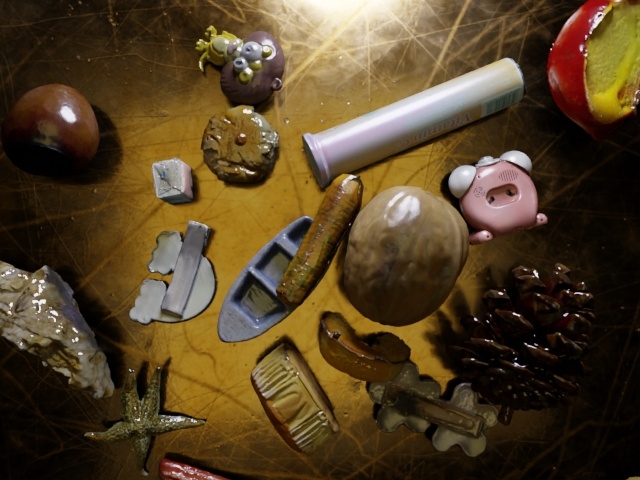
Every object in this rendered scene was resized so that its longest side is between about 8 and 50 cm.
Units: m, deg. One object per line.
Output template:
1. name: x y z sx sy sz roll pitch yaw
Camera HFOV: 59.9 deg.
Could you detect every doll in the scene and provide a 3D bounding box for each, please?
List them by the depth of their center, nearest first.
1. doll: -0.157 -0.334 1.062 0.188 0.096 0.145 11 80 8

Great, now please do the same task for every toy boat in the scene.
1. toy boat: -0.088 0.083 1.056 0.127 0.078 0.283 43 87 -1

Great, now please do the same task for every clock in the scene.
1. clock: 0.344 -0.087 1.075 0.166 0.093 0.162 -17 86 -2

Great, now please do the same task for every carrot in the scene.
1. carrot: 0.000 0.000 0.998 0.070 0.070 0.260 30 79 -1

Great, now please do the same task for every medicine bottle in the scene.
1. medicine bottle: 0.180 -0.229 1.069 0.426 0.108 0.108 -22 89 -5

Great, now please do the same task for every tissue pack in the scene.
1. tissue pack: -0.277 -0.110 1.045 0.059 0.094 0.074 -7 87 -2

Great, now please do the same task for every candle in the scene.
1. candle: -0.154 0.487 1.057 0.329 0.048 0.051 19 75 -1

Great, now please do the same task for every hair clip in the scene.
1. hair clip: -0.268 0.070 1.064 0.140 0.054 0.220 18 90 -6
2. hair clip: 0.217 0.324 1.070 0.257 0.075 0.146 20 81 -9

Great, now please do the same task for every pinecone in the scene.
1. pinecone: 0.370 0.176 1.000 0.244 0.244 0.309 31 68 -1

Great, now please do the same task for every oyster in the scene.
1. oyster: -0.494 0.146 1.012 0.110 0.166 0.341 -39 78 1

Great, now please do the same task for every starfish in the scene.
1. starfish: -0.327 0.343 1.042 0.217 0.050 0.223 -1 104 -21

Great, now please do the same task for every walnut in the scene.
1. walnut: 0.148 0.032 0.999 0.225 0.225 0.261 13 101 -2

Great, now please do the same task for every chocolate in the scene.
1. chocolate: -0.488 -0.204 1.020 0.177 0.177 0.176 0 88 -3

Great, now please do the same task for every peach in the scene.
1. peach: 0.514 -0.325 1.059 0.159 0.154 0.267 8 97 -11

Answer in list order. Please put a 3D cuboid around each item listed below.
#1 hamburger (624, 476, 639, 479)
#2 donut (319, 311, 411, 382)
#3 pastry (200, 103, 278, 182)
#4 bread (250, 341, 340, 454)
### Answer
1. hamburger: 0.636 0.541 1.065 0.185 0.113 0.177 -30 84 -11
2. donut: 0.076 0.206 1.031 0.181 0.146 0.078 20 104 -6
3. pastry: -0.154 -0.180 1.061 0.153 0.081 0.153 0 97 3
4. bread: -0.052 0.295 1.025 0.114 0.132 0.190 -37 88 -2
